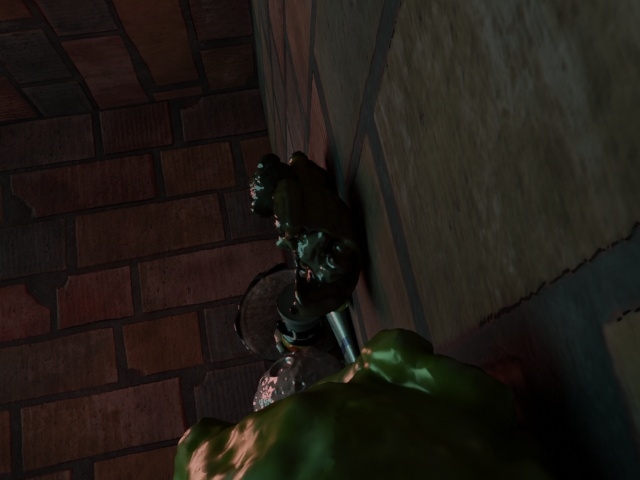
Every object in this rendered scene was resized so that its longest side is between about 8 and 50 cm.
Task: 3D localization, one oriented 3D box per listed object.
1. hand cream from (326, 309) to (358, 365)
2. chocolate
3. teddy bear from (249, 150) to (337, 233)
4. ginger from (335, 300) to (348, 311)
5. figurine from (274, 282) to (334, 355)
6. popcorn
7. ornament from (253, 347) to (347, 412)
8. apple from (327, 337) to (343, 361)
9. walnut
[{"bbox_3d":[0.054,0.207,1.295,0.109,0.067,0.321,95,157,-63],"label":"hand cream"},{"bbox_3d":[-0.090,0.250,1.761,0.213,0.303,0.303,56,-162,-60],"label":"chocolate"},{"bbox_3d":[-0.058,-0.099,1.158,0.140,0.190,0.177,10,92,53],"label":"teddy bear"},{"bbox_3d":[0.009,0.030,1.276,0.118,0.065,0.299,64,-168,-59],"label":"ginger"},{"bbox_3d":[-0.036,0.216,1.464,0.236,0.176,0.133,91,155,-49],"label":"figurine"},{"bbox_3d":[0.035,0.223,0.414,0.312,0.312,0.312,170,90,-84],"label":"popcorn"},{"bbox_3d":[-0.033,0.378,1.339,0.225,0.259,0.259,56,-178,-20],"label":"ornament"},{"bbox_3d":[0.024,0.312,1.567,0.084,0.071,0.084,170,90,-83],"label":"apple"},{"bbox_3d":[0.001,-0.001,0.980,0.204,0.141,0.238,-88,-11,-65],"label":"walnut"}]
